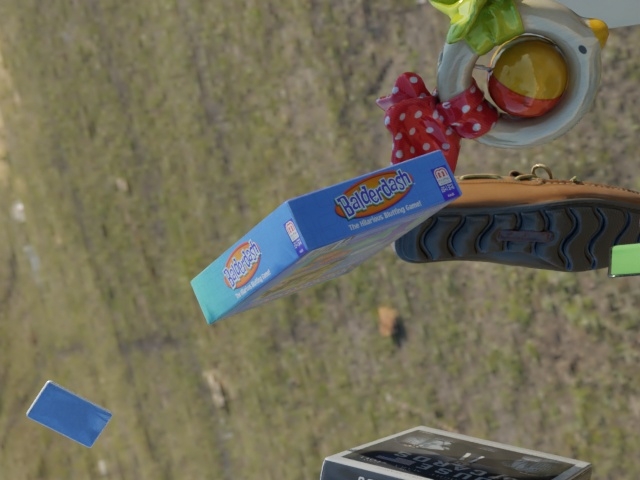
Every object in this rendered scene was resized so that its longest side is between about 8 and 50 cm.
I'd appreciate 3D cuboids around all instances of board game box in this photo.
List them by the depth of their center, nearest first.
[{"bbox_3d":[0.000,0.000,1.149,0.210,0.160,0.047,-37,75,56],"label":"board game box"}]

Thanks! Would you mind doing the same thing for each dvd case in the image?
[{"bbox_3d":[0.129,0.210,1.204,0.239,0.179,0.029,2,-83,-66],"label":"dvd case"}]

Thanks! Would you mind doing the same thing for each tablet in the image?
[{"bbox_3d":[-0.279,0.194,1.497,0.054,0.083,0.006,-55,17,18],"label":"tablet"}]

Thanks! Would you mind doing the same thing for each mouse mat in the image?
[{"bbox_3d":[0.407,0.018,1.538,0.190,0.153,0.007,-36,-60,-74],"label":"mouse mat"}]

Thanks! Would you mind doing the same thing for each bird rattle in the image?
[{"bbox_3d":[0.175,-0.160,1.341,0.143,0.207,0.253,-91,15,-65],"label":"bird rattle"}]

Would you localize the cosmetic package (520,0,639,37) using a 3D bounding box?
[{"bbox_3d":[0.276,-0.362,1.589,0.224,0.224,0.138,59,149,38],"label":"cosmetic package"}]

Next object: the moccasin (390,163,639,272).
[{"bbox_3d":[0.275,-0.035,1.849,0.147,0.380,0.139,-96,4,-53],"label":"moccasin"}]
